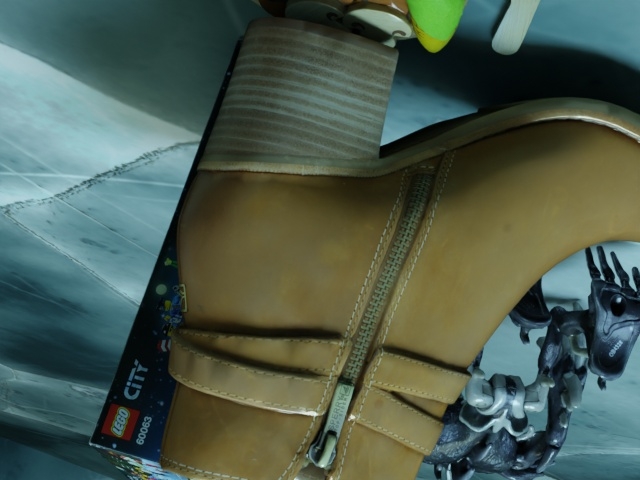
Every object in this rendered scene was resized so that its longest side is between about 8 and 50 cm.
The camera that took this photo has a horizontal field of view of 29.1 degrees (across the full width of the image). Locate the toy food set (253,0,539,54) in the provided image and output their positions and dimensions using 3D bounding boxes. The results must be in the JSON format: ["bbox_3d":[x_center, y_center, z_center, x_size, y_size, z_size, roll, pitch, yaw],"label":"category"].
[{"bbox_3d":[0.005,-0.119,0.550,0.192,0.038,0.132,14,160,4],"label":"toy food set"}]

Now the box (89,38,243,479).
[{"bbox_3d":[-0.054,0.028,0.695,0.044,0.233,0.159,15,160,9],"label":"box"}]

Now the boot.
[{"bbox_3d":[0.066,0.032,0.603,0.283,0.220,0.109,13,175,-23],"label":"boot"}]

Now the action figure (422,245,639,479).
[{"bbox_3d":[0.123,0.086,0.870,0.164,0.141,0.275,16,144,-9],"label":"action figure"}]
